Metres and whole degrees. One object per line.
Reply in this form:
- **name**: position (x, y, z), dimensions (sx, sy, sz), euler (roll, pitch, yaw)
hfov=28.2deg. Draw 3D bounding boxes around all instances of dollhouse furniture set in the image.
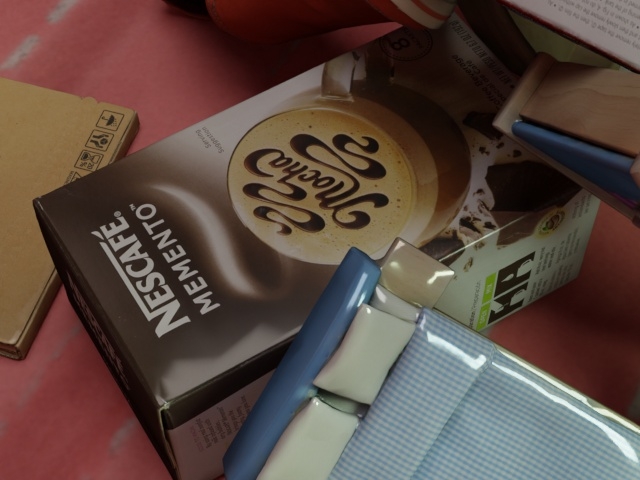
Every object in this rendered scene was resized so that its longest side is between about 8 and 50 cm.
- **dollhouse furniture set**: position (0.142, 0.104, 0.611), dimensions (0.286, 0.198, 0.303), euler (32, 96, -13)

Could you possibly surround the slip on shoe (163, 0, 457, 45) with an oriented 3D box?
- **slip on shoe**: position (-0.021, -0.173, 0.844), dimensions (0.101, 0.123, 0.331), euler (-59, 34, -1)

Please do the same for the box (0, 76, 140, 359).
- **box**: position (-0.236, -0.028, 0.864), dimensions (0.164, 0.021, 0.201), euler (14, 58, 10)

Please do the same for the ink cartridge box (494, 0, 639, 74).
- **ink cartridge box**: position (0.238, -0.129, 0.670), dimensions (0.271, 0.130, 0.309), euler (7, 24, -49)

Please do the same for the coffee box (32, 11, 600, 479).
- **coffee box**: position (0.000, 0.000, 0.783), dimensions (0.297, 0.119, 0.168), euler (-28, 60, -17)

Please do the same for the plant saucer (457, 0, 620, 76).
- **plant saucer**: position (0.139, -0.230, 0.875), dimensions (0.041, 0.278, 0.278), euler (-12, 49, 34)
